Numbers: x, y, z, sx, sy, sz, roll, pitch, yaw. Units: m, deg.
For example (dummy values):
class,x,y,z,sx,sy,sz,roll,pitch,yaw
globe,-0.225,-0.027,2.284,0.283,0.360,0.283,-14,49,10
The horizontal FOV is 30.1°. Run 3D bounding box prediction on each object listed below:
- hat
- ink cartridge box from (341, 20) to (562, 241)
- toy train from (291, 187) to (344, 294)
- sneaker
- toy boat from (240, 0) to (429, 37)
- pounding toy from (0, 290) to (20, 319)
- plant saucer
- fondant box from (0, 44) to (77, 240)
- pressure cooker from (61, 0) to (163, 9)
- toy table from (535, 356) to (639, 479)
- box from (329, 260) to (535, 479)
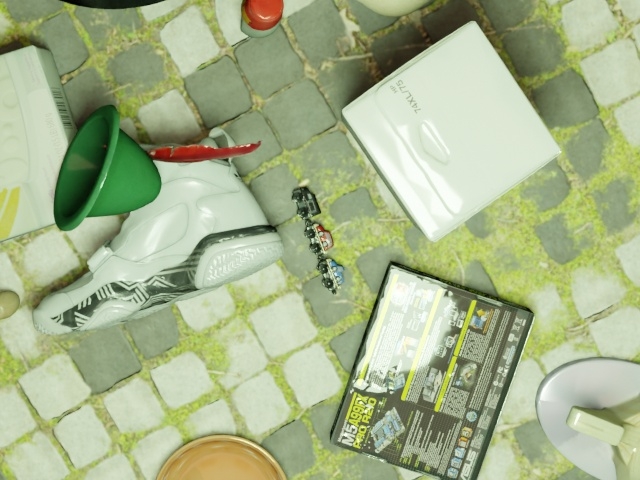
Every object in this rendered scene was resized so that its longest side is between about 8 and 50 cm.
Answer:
class,x,y,z,sx,sy,sz,roll,pitch,yaw
hat,-0.223,-0.068,1.546,0.183,0.208,0.173,20,76,-29
ink cartridge box,0.158,-0.139,1.542,0.197,0.270,0.198,-34,94,3
toy train,0.000,0.000,1.680,0.036,0.027,0.158,-20,94,-8
sneaker,-0.246,-0.009,1.635,0.365,0.137,0.210,-21,84,9
toy boat,0.016,-0.390,1.601,0.318,0.148,0.267,-39,98,-4
pounding toy,-0.559,0.127,1.636,0.269,0.154,0.155,-13,94,3
plant saucer,-0.140,0.374,1.708,0.200,0.037,0.200,0,95,0
fondant box,-0.499,-0.104,1.646,0.330,0.096,0.238,-18,94,4
pressure cooker,-0.254,-0.493,1.457,0.375,0.420,0.370,-14,62,-7
toy table,0.439,0.271,1.628,0.274,0.161,0.252,10,95,-1
box,0.156,0.190,1.676,0.216,0.060,0.270,18,95,0
